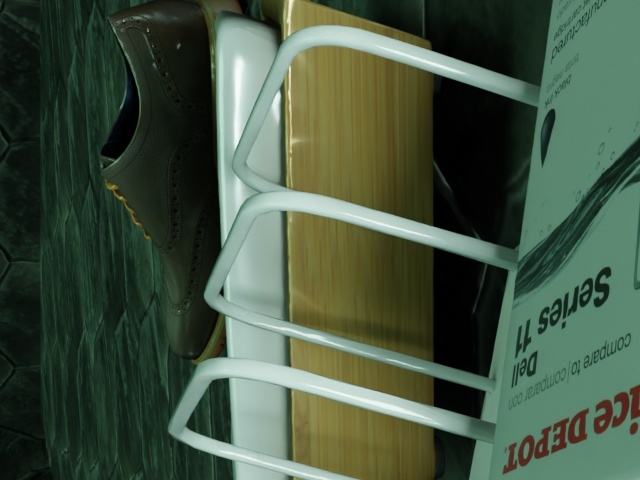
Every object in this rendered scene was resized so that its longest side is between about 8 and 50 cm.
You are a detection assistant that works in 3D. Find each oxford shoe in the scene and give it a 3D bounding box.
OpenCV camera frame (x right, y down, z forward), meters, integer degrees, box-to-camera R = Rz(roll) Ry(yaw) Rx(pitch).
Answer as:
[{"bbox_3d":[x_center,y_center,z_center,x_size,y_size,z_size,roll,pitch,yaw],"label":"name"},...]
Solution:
[{"bbox_3d":[-0.143,-0.048,1.225,0.130,0.132,0.364,-135,43,-63],"label":"oxford shoe"}]

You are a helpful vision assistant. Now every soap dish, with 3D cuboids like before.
[{"bbox_3d":[0.000,0.000,0.764,0.229,0.118,0.291,-114,23,-78],"label":"soap dish"}]

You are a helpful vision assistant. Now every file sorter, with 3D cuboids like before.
[{"bbox_3d":[0.026,0.087,0.521,0.193,0.173,0.278,126,158,-69],"label":"file sorter"}]

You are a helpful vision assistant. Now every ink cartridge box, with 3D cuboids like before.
[{"bbox_3d":[0.125,-0.013,0.382,0.153,0.086,0.209,130,154,-64],"label":"ink cartridge box"}]
